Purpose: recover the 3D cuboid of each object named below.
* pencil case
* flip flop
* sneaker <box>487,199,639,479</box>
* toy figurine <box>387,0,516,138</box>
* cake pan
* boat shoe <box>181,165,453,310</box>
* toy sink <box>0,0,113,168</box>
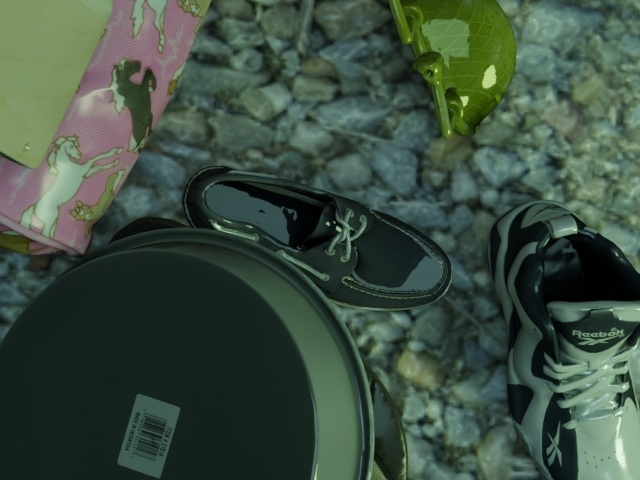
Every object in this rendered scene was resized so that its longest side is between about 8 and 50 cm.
[{"bbox_3d":[-0.165,-0.182,1.368,0.160,0.167,0.386,21,83,39],"label":"pencil case"},{"bbox_3d":[-0.045,0.092,1.415,0.277,0.080,0.112,41,90,11],"label":"flip flop"},{"bbox_3d":[0.186,0.084,1.399,0.094,0.153,0.235,-9,88,-6],"label":"sneaker"},{"bbox_3d":[0.118,-0.272,1.363,0.217,0.191,0.363,-23,95,8],"label":"toy figurine"},{"bbox_3d":[-0.109,0.133,1.346,0.293,0.054,0.293,-3,82,20],"label":"cake pan"},{"bbox_3d":[0.000,0.000,1.424,0.206,0.065,0.075,20,85,-6],"label":"boat shoe"},{"bbox_3d":[-0.275,-0.150,1.229,0.234,0.153,0.131,24,86,18],"label":"toy sink"}]
